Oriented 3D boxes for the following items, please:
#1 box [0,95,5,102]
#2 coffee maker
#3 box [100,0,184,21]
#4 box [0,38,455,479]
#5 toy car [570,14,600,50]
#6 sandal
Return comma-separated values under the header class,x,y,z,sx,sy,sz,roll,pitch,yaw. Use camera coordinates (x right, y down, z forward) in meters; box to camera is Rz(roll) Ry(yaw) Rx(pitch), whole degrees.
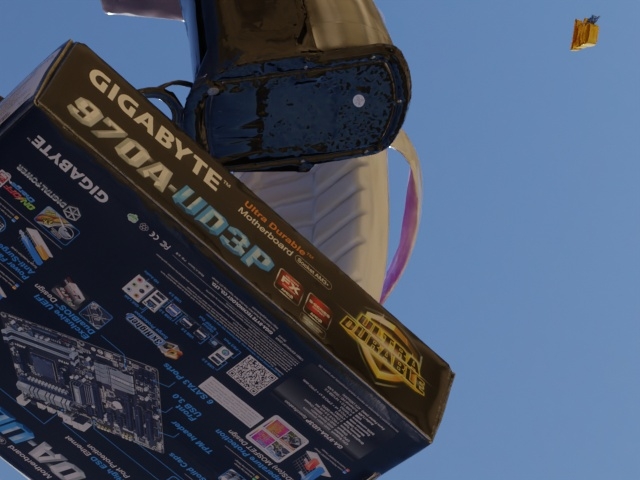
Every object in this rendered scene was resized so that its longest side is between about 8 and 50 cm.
class,x,y,z,sx,sy,sz,roll,pitch,yaw
box,-0.354,-0.135,1.902,0.184,0.190,0.045,35,-99,-33
coffee maker,-0.045,-0.139,1.132,0.171,0.120,0.178,7,-131,-26
box,-0.089,-0.310,1.417,0.381,0.191,0.143,79,-161,-61
box,-0.080,0.043,0.845,0.220,0.175,0.051,41,-142,-15
toy car,0.227,-0.180,1.392,0.060,0.040,0.122,24,-93,-16
sandal,0.010,-0.006,1.323,0.102,0.169,0.416,32,-132,-29
